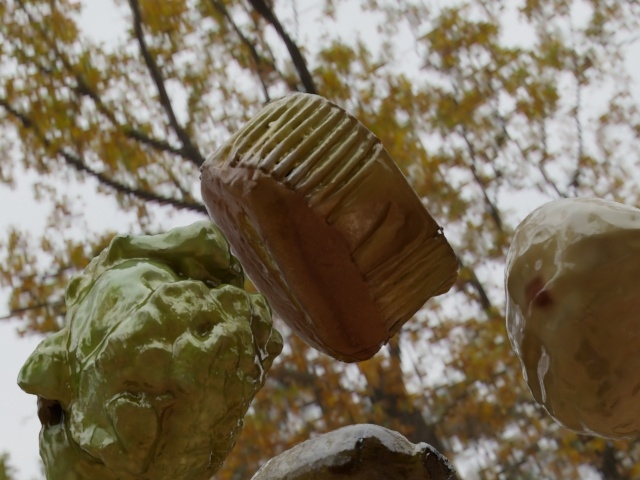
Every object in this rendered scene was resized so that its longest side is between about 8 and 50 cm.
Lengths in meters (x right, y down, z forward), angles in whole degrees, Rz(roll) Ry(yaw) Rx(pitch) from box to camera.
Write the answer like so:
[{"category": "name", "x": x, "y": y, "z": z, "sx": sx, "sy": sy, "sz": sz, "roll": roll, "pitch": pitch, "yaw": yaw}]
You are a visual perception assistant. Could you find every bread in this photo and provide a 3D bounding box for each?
[{"category": "bread", "x": 0.000, "y": 0.000, "z": 1.482, "sx": 0.156, "sy": 0.204, "sz": 0.288, "roll": -47, "pitch": -59, "yaw": -26}]

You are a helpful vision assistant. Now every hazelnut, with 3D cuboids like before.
[{"category": "hazelnut", "x": 0.304, "y": 0.061, "z": 1.440, "sx": 0.241, "sy": 0.261, "sz": 0.261, "roll": -21, "pitch": -35, "yaw": 38}]

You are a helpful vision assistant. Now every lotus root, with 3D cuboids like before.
[{"category": "lotus root", "x": 0.031, "y": 0.288, "z": 1.624, "sx": 0.260, "sy": 0.128, "sz": 0.145, "roll": -19, "pitch": -63, "yaw": 20}]

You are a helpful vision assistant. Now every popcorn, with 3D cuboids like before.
[{"category": "popcorn", "x": -0.144, "y": 0.105, "z": 1.223, "sx": 0.195, "sy": 0.256, "sz": 0.255, "roll": 30, "pitch": -76, "yaw": -31}]
